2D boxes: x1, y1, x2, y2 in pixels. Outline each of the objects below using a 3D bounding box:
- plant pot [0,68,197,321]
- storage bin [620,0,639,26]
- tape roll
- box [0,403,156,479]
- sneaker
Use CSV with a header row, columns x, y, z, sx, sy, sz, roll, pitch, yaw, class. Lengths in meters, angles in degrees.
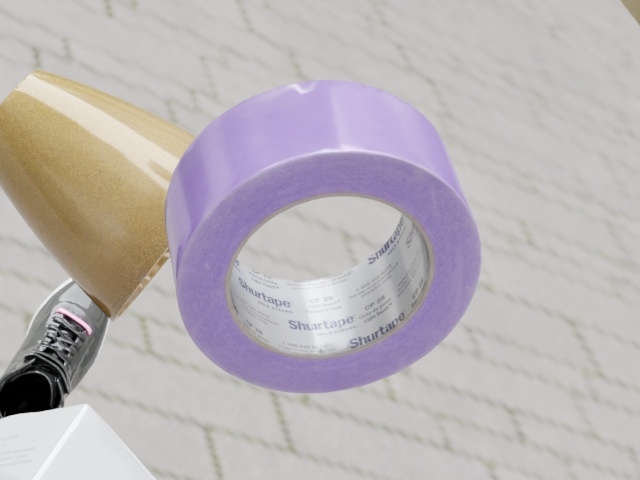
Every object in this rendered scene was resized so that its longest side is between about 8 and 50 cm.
x,y,z,sx,sy,sz,roll,pitch,yaw,class
-0.264,-0.074,2.104,0.254,0.237,0.237,38,23,-1,plant pot
0.218,-0.180,0.824,0.123,0.260,0.262,-20,54,-11,storage bin
0.000,0.000,1.129,0.189,0.189,0.080,23,29,-26,tape roll
-0.303,0.330,1.574,0.168,0.215,0.345,53,47,-23,box
-0.342,0.154,2.351,0.104,0.147,0.295,35,65,-10,sneaker
